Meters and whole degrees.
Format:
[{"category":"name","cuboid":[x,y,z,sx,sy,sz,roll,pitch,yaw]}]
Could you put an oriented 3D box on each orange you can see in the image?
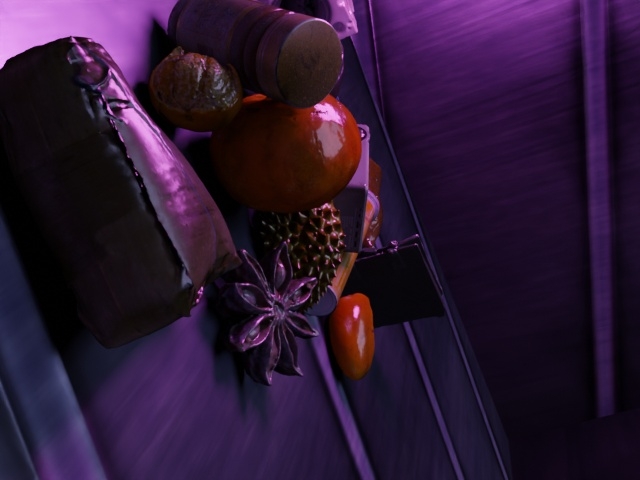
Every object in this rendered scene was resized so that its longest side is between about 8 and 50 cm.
[{"category":"orange","cuboid":[-0.207,-0.254,1.388,0.156,0.157,0.134,51,35,-51]},{"category":"orange","cuboid":[-0.066,-0.169,1.556,0.284,0.284,0.226,-63,148,-69]}]

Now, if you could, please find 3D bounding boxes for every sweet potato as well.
[{"category":"sweet potato","cuboid":[0.102,-0.113,2.337,0.158,0.158,0.369,56,29,-45]}]

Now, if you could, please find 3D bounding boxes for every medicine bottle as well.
[{"category":"medicine bottle","cuboid":[0.047,0.019,1.925,0.108,0.108,0.426,65,26,-24]},{"category":"medicine bottle","cuboid":[-0.125,-0.347,1.475,0.322,0.151,0.151,28,-18,39]}]

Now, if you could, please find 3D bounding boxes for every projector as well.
[{"category":"projector","cuboid":[0.053,-0.123,1.853,0.256,0.099,0.192,-85,-179,-49]}]

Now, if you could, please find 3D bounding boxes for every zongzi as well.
[{"category":"zongzi","cuboid":[-0.233,-0.082,1.068,0.356,0.174,0.393,66,15,-4]}]

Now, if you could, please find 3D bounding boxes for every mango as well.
[{"category":"mango","cuboid":[0.071,0.223,1.909,0.141,0.102,0.217,91,-4,-55]}]

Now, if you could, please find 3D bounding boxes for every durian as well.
[{"category":"durian","cuboid":[-0.046,-0.017,1.699,0.166,0.172,0.306,97,-27,-67]}]

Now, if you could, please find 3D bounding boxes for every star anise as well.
[{"category":"star anise","cuboid":[-0.101,0.122,1.413,0.223,0.109,0.235,-2,88,-51]}]

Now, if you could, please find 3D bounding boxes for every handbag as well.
[{"category":"handbag","cuboid":[0.166,0.107,2.087,0.079,0.248,0.260,-83,152,-46]}]

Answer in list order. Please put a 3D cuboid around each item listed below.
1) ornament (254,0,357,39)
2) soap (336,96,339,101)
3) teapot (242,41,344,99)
[{"category":"ornament","cuboid":[-0.064,-0.663,2.208,0.240,0.239,0.239,55,21,-46]},{"category":"soap","cuboid":[0.001,-0.237,2.092,0.077,0.156,0.293,31,42,-70]},{"category":"teapot","cuboid":[-0.039,-0.320,1.860,0.321,0.239,0.239,43,-24,27]}]
